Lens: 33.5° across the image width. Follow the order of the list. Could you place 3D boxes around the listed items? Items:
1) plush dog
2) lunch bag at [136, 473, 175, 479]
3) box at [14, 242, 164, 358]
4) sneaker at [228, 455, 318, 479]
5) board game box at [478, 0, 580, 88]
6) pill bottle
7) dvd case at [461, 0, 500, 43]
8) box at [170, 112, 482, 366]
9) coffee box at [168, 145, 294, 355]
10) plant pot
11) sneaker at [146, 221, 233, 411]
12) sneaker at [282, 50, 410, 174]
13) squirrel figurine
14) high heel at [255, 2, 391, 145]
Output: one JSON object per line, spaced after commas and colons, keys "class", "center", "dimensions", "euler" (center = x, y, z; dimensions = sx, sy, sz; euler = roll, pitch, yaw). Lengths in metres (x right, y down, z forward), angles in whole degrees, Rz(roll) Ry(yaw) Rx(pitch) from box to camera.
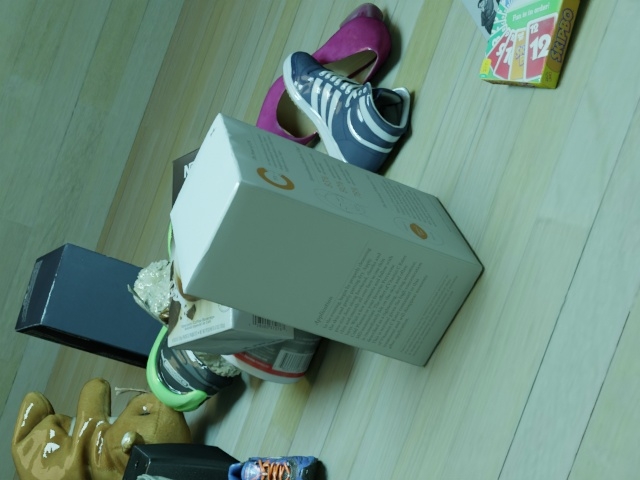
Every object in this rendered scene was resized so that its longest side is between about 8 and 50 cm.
{"class": "plush dog", "center": [-0.180, 0.072, 1.817], "dimensions": [0.225, 0.262, 0.210], "euler": [-47, -13, -12]}
{"class": "lunch bag", "center": [-0.147, 0.448, 1.505], "dimensions": [0.168, 0.235, 0.287], "euler": [-61, 25, 19]}
{"class": "box", "center": [-0.446, 0.155, 2.296], "dimensions": [0.312, 0.343, 0.178], "euler": [-13, 60, 64]}
{"class": "sneaker", "center": [-0.074, 0.364, 1.605], "dimensions": [0.221, 0.087, 0.083], "euler": [-32, 45, 57]}
{"class": "board game box", "center": [0.286, -0.326, 1.362], "dimensions": [0.124, 0.039, 0.259], "euler": [19, 92, 58]}
{"class": "pill bottle", "center": [-0.045, 0.068, 1.679], "dimensions": [0.283, 0.161, 0.161], "euler": [-65, 23, 12]}
{"class": "dvd case", "center": [0.267, -0.395, 1.513], "dimensions": [0.179, 0.030, 0.238], "euler": [-58, 25, 28]}
{"class": "box", "center": [0.000, 0.000, 1.390], "dimensions": [0.168, 0.345, 0.215], "euler": [-62, 23, 21]}
{"class": "coffee box", "center": [-0.133, 0.008, 1.579], "dimensions": [0.168, 0.119, 0.297], "euler": [-20, 64, 46]}
{"class": "plant pot", "center": [-0.256, 0.447, 1.854], "dimensions": [0.188, 0.167, 0.187], "euler": [2, 74, 68]}
{"class": "sneaker", "center": [-0.193, 0.093, 2.042], "dimensions": [0.202, 0.185, 0.482], "euler": [-20, 55, 40]}
{"class": "sneaker", "center": [0.046, -0.239, 1.727], "dimensions": [0.153, 0.099, 0.282], "euler": [-52, 55, 38]}
{"class": "squirrel figurine", "center": [-0.406, 0.460, 2.043], "dimensions": [0.371, 0.281, 0.396], "euler": [-16, 46, 38]}
{"class": "high heel", "center": [-0.012, -0.253, 1.897], "dimensions": [0.377, 0.127, 0.181], "euler": [-54, 17, 29]}
